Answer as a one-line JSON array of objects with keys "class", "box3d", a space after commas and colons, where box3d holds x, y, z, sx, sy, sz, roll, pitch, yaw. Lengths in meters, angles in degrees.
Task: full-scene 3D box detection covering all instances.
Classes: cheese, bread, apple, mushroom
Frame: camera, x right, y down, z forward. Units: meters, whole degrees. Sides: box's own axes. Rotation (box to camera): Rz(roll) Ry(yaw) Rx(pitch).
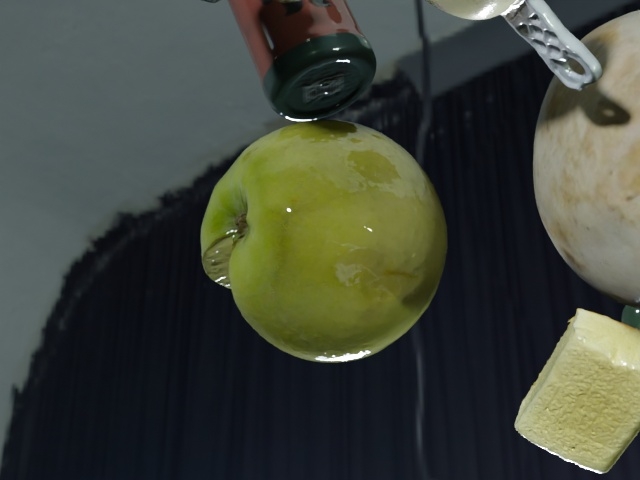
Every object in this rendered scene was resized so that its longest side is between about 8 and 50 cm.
[{"class": "cheese", "box3d": [0.135, -0.228, 1.061, 0.249, 0.071, 0.163, 53, 160, -22]}, {"class": "bread", "box3d": [0.307, 0.171, 1.385, 0.126, 0.068, 0.188, 26, 133, 7]}, {"class": "apple", "box3d": [0.000, 0.000, 1.468, 0.254, 0.291, 0.292, 11, 148, -36]}, {"class": "mushroom", "box3d": [0.366, -0.076, 1.214, 0.290, 0.297, 0.297, 1, 148, -14]}]

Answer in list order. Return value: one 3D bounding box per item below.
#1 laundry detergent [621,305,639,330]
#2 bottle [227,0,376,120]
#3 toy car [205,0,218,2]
[{"class": "laundry detergent", "box3d": [0.494, 0.109, 1.789, 0.078, 0.221, 0.144, -7, 131, 41]}, {"class": "bottle", "box3d": [-0.055, -0.320, 1.559, 0.144, 0.336, 0.144, -19, 153, -10]}, {"class": "toy car", "box3d": [-0.136, -0.297, 1.278, 0.095, 0.205, 0.056, 20, 123, -13]}]
